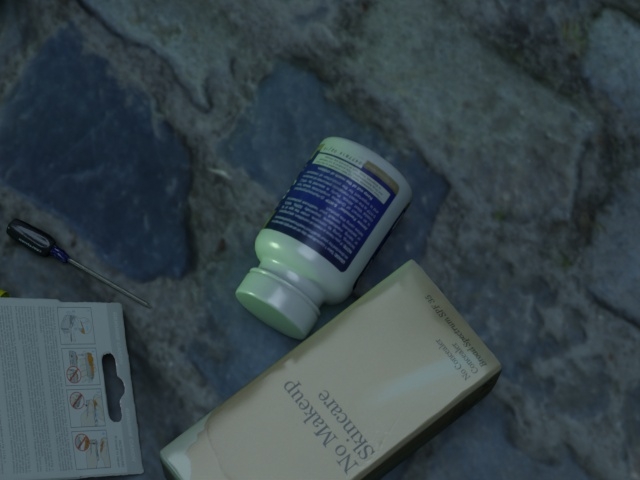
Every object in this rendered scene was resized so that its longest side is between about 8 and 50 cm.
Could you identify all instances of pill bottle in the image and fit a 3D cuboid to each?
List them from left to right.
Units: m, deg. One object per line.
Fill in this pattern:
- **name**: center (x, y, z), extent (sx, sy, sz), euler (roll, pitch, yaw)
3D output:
- **pill bottle**: center (0.000, 0.000, 1.809), extent (0.112, 0.112, 0.186), euler (32, 74, 8)

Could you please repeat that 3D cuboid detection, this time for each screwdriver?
- **screwdriver**: center (-0.247, 0.029, 1.846), extent (0.170, 0.024, 0.025), euler (34, 104, 2)

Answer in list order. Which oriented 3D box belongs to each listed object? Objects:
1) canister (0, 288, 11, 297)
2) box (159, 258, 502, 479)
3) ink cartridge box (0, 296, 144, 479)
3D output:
- **canister**: center (-0.412, 0.075, 1.797), extent (0.170, 0.073, 0.126), euler (23, 73, 7)
- **box**: center (0.009, 0.175, 1.749), extent (0.311, 0.121, 0.148), euler (-38, 78, -12)
- **ink cartridge box**: center (-0.282, 0.147, 1.744), extent (0.225, 0.056, 0.181), euler (4, 73, -47)
